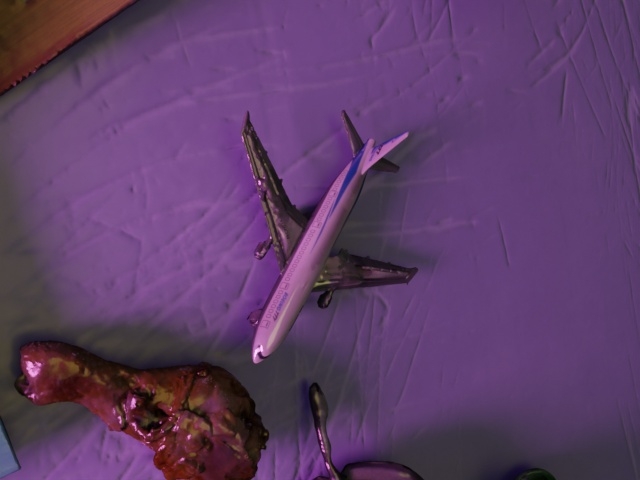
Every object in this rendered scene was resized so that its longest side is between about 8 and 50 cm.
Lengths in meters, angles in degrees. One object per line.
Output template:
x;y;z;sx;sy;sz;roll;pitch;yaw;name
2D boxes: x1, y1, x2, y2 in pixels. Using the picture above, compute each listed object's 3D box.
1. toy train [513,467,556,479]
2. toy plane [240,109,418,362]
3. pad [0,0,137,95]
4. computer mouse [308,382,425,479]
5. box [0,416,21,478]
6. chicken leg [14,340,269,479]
0.241;0.365;0.683;0.188;0.132;0.243;-42;113;-13;toy train
-0.001;-0.002;0.551;0.226;0.058;0.226;40;76;-31;toy plane
-0.212;-0.259;0.396;0.286;0.018;0.284;-39;112;-9;pad
0.051;0.303;0.583;0.167;0.090;0.380;-17;88;-9;computer mouse
-0.297;0.068;0.384;0.162;0.041;0.229;-22;104;-29;box
-0.124;0.119;0.486;0.197;0.069;0.085;29;102;-22;chicken leg
